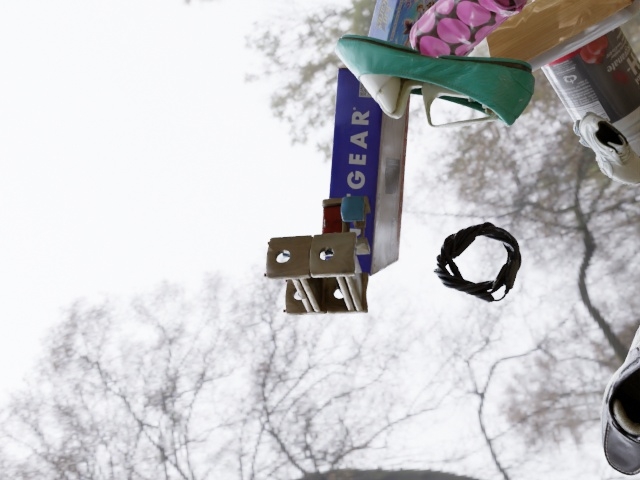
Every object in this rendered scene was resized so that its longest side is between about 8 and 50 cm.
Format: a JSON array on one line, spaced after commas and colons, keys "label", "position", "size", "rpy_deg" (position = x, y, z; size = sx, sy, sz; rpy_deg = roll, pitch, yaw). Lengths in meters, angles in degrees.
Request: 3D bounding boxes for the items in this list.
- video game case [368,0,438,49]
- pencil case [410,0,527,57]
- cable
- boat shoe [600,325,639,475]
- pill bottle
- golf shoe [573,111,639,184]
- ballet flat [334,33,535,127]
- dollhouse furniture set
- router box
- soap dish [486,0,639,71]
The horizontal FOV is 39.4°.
[{"label": "video game case", "position": [0.216, -0.483, 1.914], "size": [0.244, 0.270, 0.061], "rpy_deg": [-19, -135, -41]}, {"label": "pencil case", "position": [0.223, -0.334, 1.327], "size": [0.095, 0.209, 0.098], "rpy_deg": [-28, -93, -27]}, {"label": "cable", "position": [0.288, 0.036, 1.630], "size": [0.047, 0.150, 0.184], "rpy_deg": [81, -155, -44]}, {"label": "boat shoe", "position": [0.418, 0.216, 1.167], "size": [0.092, 0.102, 0.285], "rpy_deg": [-41, -32, -41]}, {"label": "pill bottle", "position": [0.601, -0.331, 1.904], "size": [0.318, 0.176, 0.176], "rpy_deg": [53, -138, -18]}, {"label": "golf shoe", "position": [0.548, -0.165, 1.661], "size": [0.176, 0.069, 0.086], "rpy_deg": [40, -179, -13]}, {"label": "ballet flat", "position": [0.117, -0.176, 1.021], "size": [0.083, 0.247, 0.087], "rpy_deg": [24, -99, -67]}, {"label": "dollhouse furniture set", "position": [0.000, 0.000, 1.315], "size": [0.129, 0.128, 0.184], "rpy_deg": [69, -160, -57]}, {"label": "router box", "position": [0.088, -0.117, 1.565], "size": [0.301, 0.082, 0.336], "rpy_deg": [-18, -67, -76]}, {"label": "soap dish", "position": [0.443, -0.435, 1.611], "size": [0.118, 0.291, 0.229], "rpy_deg": [46, -132, -17]}]
